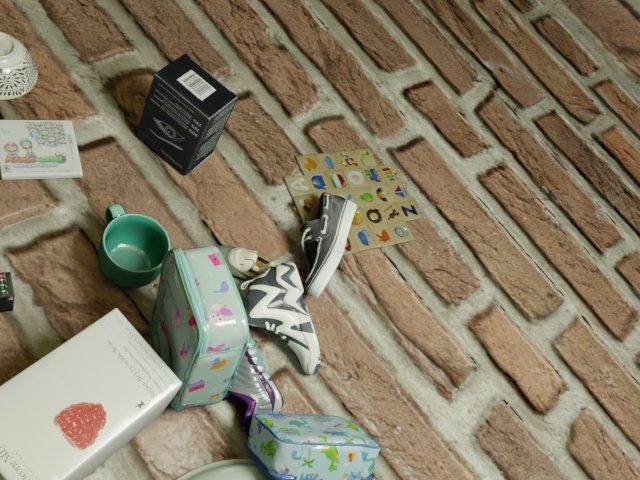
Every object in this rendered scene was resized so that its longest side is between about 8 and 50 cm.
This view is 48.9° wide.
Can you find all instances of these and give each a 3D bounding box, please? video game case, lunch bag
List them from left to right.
[{"bbox_3d":[-0.585,-0.190,1.460,0.157,0.019,0.143,-5,62,-29],"label":"video game case"},{"bbox_3d":[-0.228,0.155,1.252,0.107,0.279,0.224,-6,52,-31],"label":"lunch bag"},{"bbox_3d":[-0.016,0.374,1.280,0.218,0.176,0.090,11,93,-28],"label":"lunch bag"}]

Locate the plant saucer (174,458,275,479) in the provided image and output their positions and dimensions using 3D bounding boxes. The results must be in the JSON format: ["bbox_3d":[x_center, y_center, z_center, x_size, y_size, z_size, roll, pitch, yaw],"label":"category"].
[{"bbox_3d":[-0.110,0.518,1.125,0.400,0.101,0.401,10,44,-10],"label":"plant saucer"}]

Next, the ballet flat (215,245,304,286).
[{"bbox_3d":[-0.131,0.055,1.499,0.213,0.068,0.072,27,51,-9],"label":"ballet flat"}]

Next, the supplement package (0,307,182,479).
[{"bbox_3d":[-0.404,0.284,1.139,0.177,0.175,0.293,47,51,6],"label":"supplement package"}]

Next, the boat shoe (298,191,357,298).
[{"bbox_3d":[0.000,0.000,1.564,0.102,0.108,0.301,26,47,-6],"label":"boat shoe"}]

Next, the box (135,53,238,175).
[{"bbox_3d":[-0.295,-0.271,1.539,0.153,0.207,0.108,40,50,1],"label":"box"}]

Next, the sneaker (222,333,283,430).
[{"bbox_3d":[-0.162,0.248,1.351,0.098,0.083,0.224,-24,73,-31],"label":"sneaker"}]

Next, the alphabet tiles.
[{"bbox_3d":[0.086,-0.103,1.752,0.342,0.011,0.285,-10,65,-32],"label":"alphabet tiles"}]

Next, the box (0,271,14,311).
[{"bbox_3d":[-0.588,0.095,1.243,0.083,0.062,0.052,-6,62,-31],"label":"box"}]

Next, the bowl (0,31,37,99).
[{"bbox_3d":[-0.690,-0.391,1.500,0.170,0.080,0.170,13,55,-19],"label":"bowl"}]

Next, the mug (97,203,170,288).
[{"bbox_3d":[-0.368,0.017,1.384,0.129,0.097,0.158,12,54,-19],"label":"mug"}]

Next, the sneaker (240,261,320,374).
[{"bbox_3d":[-0.094,0.173,1.435,0.153,0.094,0.235,-16,96,-3],"label":"sneaker"}]
